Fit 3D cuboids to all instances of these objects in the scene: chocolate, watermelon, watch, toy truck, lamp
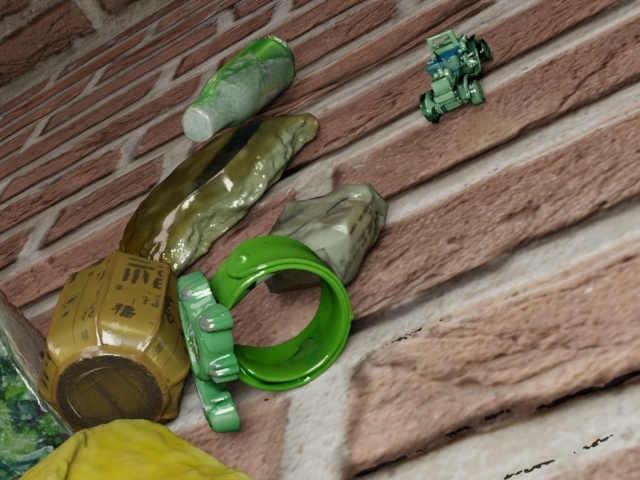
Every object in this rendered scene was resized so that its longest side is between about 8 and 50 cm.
[{"bbox_3d":[-0.136,-0.241,1.333,0.110,0.110,0.291,-17,22,30],"label":"chocolate"},{"bbox_3d":[-0.402,0.177,0.984,0.260,0.176,0.256,-25,68,15],"label":"watermelon"},{"bbox_3d":[-0.052,0.082,0.773,0.152,0.165,0.131,-15,22,-16],"label":"watch"},{"bbox_3d":[0.166,-0.222,1.052,0.080,0.078,0.154,-19,32,30],"label":"toy truck"},{"bbox_3d":[-0.209,0.107,0.863,0.161,0.161,0.185,-28,29,12],"label":"lamp"}]

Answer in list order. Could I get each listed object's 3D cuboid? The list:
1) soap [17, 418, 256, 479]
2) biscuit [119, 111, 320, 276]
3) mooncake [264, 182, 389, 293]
[{"bbox_3d":[-0.200,0.294,0.540,0.306,0.115,0.427,19,51,36],"label":"soap"},{"bbox_3d":[-0.162,-0.067,1.171,0.329,0.078,0.335,-24,27,28],"label":"biscuit"},{"bbox_3d":[0.000,0.000,0.886,0.130,0.073,0.125,-7,35,39],"label":"mooncake"}]
